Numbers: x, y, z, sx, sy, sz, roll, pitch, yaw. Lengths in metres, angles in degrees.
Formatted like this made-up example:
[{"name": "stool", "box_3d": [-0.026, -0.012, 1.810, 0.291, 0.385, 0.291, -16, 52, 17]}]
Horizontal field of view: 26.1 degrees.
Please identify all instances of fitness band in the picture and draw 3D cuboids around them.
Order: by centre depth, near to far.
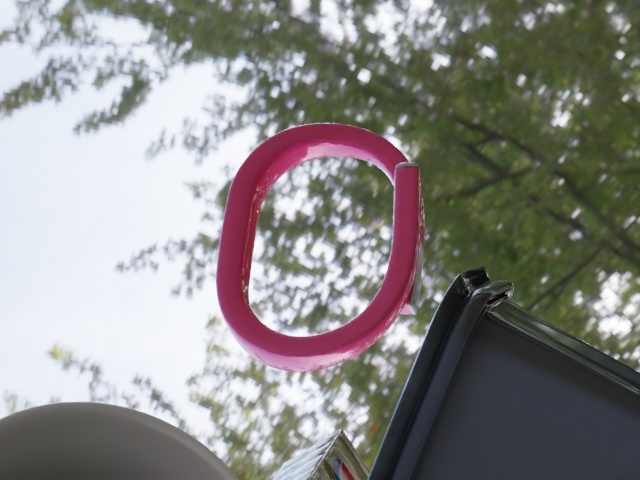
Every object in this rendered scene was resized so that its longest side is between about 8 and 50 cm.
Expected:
[{"name": "fitness band", "box_3d": [0.000, 0.000, 1.407, 0.209, 0.054, 0.291, -2, -124, 12]}]

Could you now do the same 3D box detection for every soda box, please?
[{"name": "soda box", "box_3d": [-0.009, 0.205, 1.038, 0.061, 0.181, 0.058, -33, -89, 15]}]

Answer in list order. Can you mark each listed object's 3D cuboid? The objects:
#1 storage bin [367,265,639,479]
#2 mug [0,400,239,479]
[{"name": "storage bin", "box_3d": [0.072, 0.090, 0.515, 0.091, 0.098, 0.135, 25, -81, 14]}, {"name": "mug", "box_3d": [-0.250, 0.363, 1.140, 0.276, 0.328, 0.374, 39, -139, 19]}]
